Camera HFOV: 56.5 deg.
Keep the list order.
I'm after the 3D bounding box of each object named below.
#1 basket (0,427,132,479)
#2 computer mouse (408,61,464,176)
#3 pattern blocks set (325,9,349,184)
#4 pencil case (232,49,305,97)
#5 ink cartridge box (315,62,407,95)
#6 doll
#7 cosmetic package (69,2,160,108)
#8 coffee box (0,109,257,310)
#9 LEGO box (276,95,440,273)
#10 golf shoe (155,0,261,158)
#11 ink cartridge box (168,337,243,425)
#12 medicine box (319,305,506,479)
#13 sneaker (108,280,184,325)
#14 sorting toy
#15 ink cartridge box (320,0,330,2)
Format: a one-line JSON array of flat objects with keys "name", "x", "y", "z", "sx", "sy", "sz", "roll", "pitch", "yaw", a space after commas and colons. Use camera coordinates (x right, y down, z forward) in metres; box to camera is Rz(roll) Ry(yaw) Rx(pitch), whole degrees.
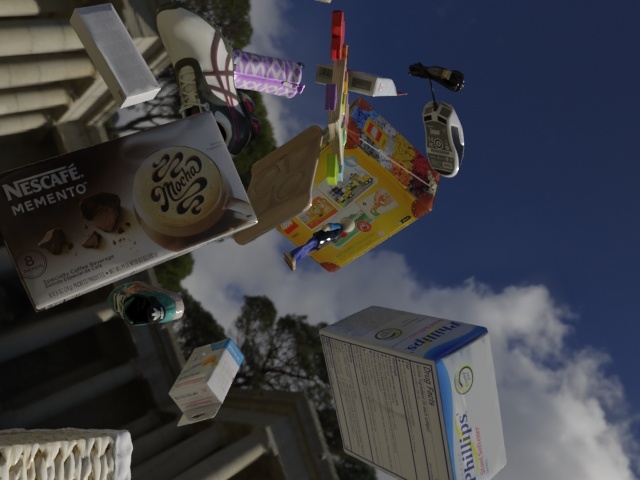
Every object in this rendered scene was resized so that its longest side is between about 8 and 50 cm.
[{"name": "basket", "x": -0.461, "y": 0.415, "z": 0.771, "sx": 0.331, "sy": 0.266, "sz": 0.329, "roll": -11, "pitch": -110, "yaw": 31}, {"name": "computer mouse", "x": 0.203, "y": -0.198, "z": 0.986, "sx": 0.106, "sy": 0.042, "sz": 0.193, "roll": 24, "pitch": -43, "yaw": 47}, {"name": "pattern blocks set", "x": 0.037, "y": -0.247, "z": 1.133, "sx": 0.026, "sy": 0.325, "sz": 0.286, "roll": 4, "pitch": -96, "yaw": 5}, {"name": "pencil case", "x": -0.138, "y": -0.362, "z": 1.302, "sx": 0.086, "sy": 0.206, "sz": 0.088, "roll": -62, "pitch": -141, "yaw": 39}, {"name": "ink cartridge box", "x": 0.095, "y": -0.345, "z": 1.277, "sx": 0.145, "sy": 0.179, "sz": 0.045, "roll": 21, "pitch": -65, "yaw": 25}, {"name": "doll", "x": 0.000, "y": 0.000, "z": 1.410, "sx": 0.046, "sy": 0.189, "sz": 0.129, "roll": 53, "pitch": -14, "yaw": 13}, {"name": "cosmetic package", "x": -0.491, "y": -0.443, "z": 1.426, "sx": 0.060, "sy": 0.099, "sz": 0.239, "roll": -28, "pitch": -88, "yaw": 52}, {"name": "coffee box", "x": -0.260, "y": -0.040, "z": 0.790, "sx": 0.119, "sy": 0.297, "sz": 0.168, "roll": -18, "pitch": -86, "yaw": 65}, {"name": "LEGO box", "x": 0.076, "y": -0.158, "z": 1.947, "sx": 0.372, "sy": 0.193, "sz": 0.500, "roll": 40, "pitch": -46, "yaw": -16}, {"name": "golf shoe", "x": -0.194, "y": -0.262, "z": 0.996, "sx": 0.105, "sy": 0.120, "sz": 0.273, "roll": -9, "pitch": -54, "yaw": 32}, {"name": "ink cartridge box", "x": -0.245, "y": 0.295, "z": 1.255, "sx": 0.104, "sy": 0.181, "sz": 0.062, "roll": -21, "pitch": -67, "yaw": 23}, {"name": "medicine box", "x": 0.160, "y": 0.279, "z": 1.075, "sx": 0.289, "sy": 0.149, "sz": 0.264, "roll": 5, "pitch": -70, "yaw": 50}, {"name": "sneaker", "x": -0.538, "y": 0.182, "z": 1.722, "sx": 0.302, "sy": 0.121, "sz": 0.108, "roll": 1, "pitch": -84, "yaw": 37}, {"name": "sorting toy", "x": -0.074, "y": -0.102, "z": 1.121, "sx": 0.193, "sy": 0.208, "sz": 0.038, "roll": -28, "pitch": -51, "yaw": 33}, {"name": "ink cartridge box", "x": -0.033, "y": -0.634, "z": 1.214, "sx": 0.088, "sy": 0.234, "sz": 0.193, "roll": 35, "pitch": -78, "yaw": 41}]
